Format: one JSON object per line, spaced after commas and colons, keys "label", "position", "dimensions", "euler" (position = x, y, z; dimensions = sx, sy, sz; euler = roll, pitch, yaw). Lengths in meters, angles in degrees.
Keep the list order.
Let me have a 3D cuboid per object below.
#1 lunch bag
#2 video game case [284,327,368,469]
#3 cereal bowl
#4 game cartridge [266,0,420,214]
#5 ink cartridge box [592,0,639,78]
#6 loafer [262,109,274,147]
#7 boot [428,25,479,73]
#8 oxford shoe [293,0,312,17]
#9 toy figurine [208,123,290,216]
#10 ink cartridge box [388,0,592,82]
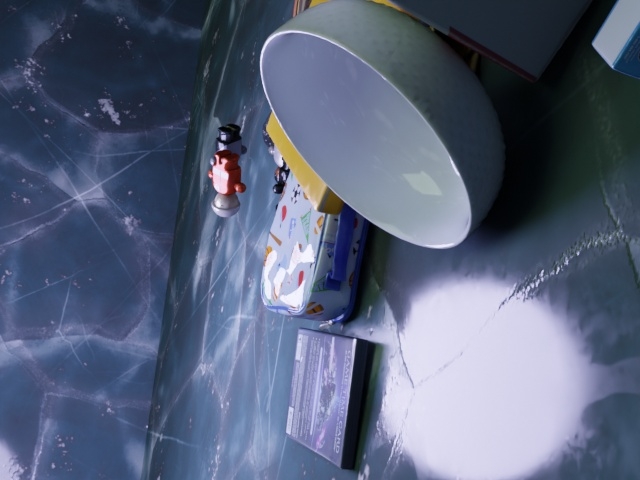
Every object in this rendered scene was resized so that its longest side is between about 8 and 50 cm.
{"label": "lunch bag", "position": [0.000, 0.000, 1.378], "dimensions": [0.243, 0.115, 0.303], "euler": [-3, 76, 64]}
{"label": "video game case", "position": [0.004, 0.250, 1.320], "dimensions": [0.274, 0.026, 0.196], "euler": [174, 104, -69]}
{"label": "cereal bowl", "position": [0.092, -0.157, 0.980], "dimensions": [0.141, 0.339, 0.339], "euler": [-46, 12, -17]}
{"label": "game cartridge", "position": [0.023, -0.247, 1.236], "dimensions": [0.323, 0.053, 0.285], "euler": [-66, 32, 26]}
{"label": "ink cartridge box", "position": [0.298, -0.167, 0.638], "dimensions": [0.052, 0.123, 0.088], "euler": [-98, 28, -54]}
{"label": "loafer", "position": [-0.077, -0.292, 1.856], "dimensions": [0.078, 0.076, 0.223], "euler": [-46, -9, -36]}
{"label": "boot", "position": [0.144, -0.269, 1.176], "dimensions": [0.203, 0.095, 0.261], "euler": [-46, 30, 50]}
{"label": "oxford shoe", "position": [0.030, -0.451, 1.402], "dimensions": [0.271, 0.097, 0.098], "euler": [-65, 29, 19]}
{"label": "toy figurine", "position": [-0.132, -0.144, 1.700], "dimensions": [0.209, 0.213, 0.148], "euler": [-103, 16, -57]}
{"label": "ink cartridge box", "position": [0.101, -0.369, 0.934], "dimensions": [0.160, 0.279, 0.384], "euler": [-59, 37, 19]}
